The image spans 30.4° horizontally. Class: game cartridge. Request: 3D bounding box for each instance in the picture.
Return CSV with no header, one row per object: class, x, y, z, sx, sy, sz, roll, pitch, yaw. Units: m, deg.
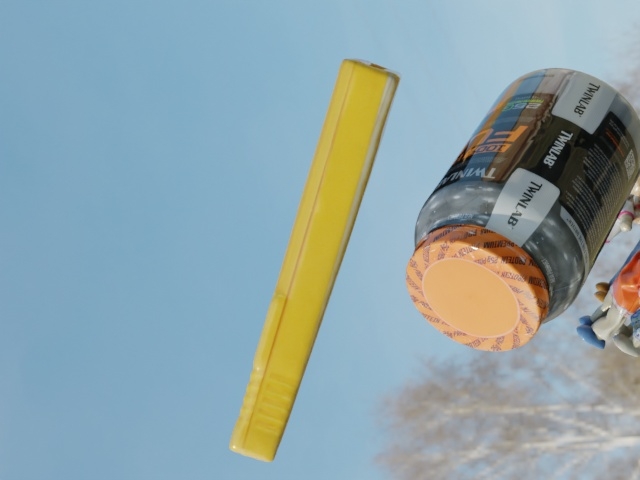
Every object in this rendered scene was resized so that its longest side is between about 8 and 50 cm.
game cartridge,0.000,0.000,1.037,0.285,0.053,0.323,-62,-9,-81

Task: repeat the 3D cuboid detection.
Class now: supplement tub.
supplement tub,0.138,-0.022,0.792,0.190,0.117,0.117,-53,-50,-40

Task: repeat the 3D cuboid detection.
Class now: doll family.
doll family,0.355,0.017,1.233,0.118,0.163,0.263,31,-155,-11
